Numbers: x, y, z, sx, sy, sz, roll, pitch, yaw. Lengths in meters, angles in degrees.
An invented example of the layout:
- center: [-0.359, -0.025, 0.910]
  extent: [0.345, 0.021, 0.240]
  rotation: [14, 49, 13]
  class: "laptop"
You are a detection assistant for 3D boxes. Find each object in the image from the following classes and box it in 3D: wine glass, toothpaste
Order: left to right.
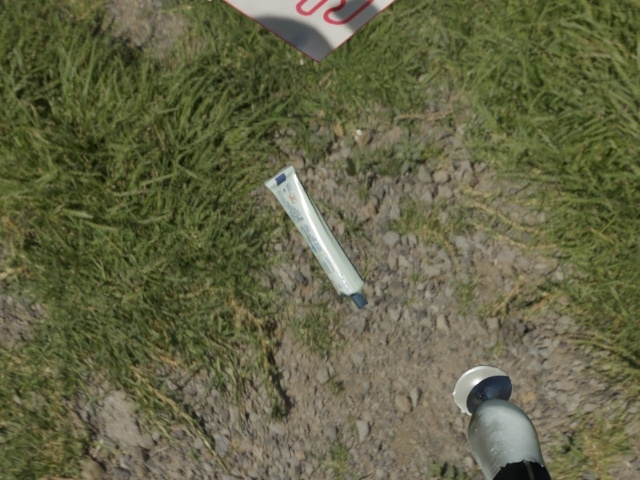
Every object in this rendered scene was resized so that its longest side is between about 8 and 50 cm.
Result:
- center: [0.000, 0.000, 1.087]
  extent: [0.047, 0.069, 0.268]
  rotation: [-35, 95, -17]
  class: "toothpaste"
- center: [0.262, 0.283, 0.958]
  extent: [0.103, 0.103, 0.222]
  rotation: [0, 22, 0]
  class: "wine glass"

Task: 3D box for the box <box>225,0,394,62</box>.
- center: [-0.023, -0.499, 0.915]
  extent: [0.312, 0.300, 0.314]
  rotation: [-31, 56, 32]
  class: "box"
